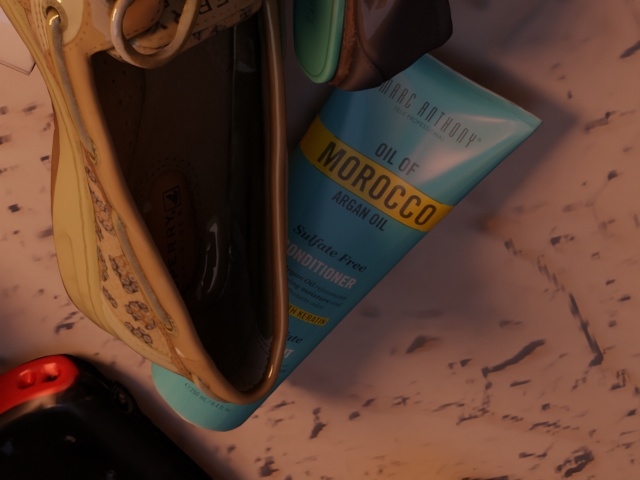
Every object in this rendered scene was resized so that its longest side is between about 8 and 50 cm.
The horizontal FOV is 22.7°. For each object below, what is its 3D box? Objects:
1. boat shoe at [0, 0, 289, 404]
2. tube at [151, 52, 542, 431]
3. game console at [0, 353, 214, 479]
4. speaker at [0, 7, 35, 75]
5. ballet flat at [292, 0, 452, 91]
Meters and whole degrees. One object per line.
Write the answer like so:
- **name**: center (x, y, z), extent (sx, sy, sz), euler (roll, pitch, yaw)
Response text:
- **boat shoe**: center (-0.050, -0.064, 0.573), extent (0.104, 0.089, 0.285), euler (-31, 138, -26)
- **tube**: center (0.000, 0.000, 0.681), extent (0.080, 0.052, 0.207), euler (28, 123, -17)
- **game console**: center (-0.145, 0.247, 0.910), extent (0.342, 0.060, 0.386), euler (-29, 122, 21)
- **speaker**: center (-0.160, -0.112, 0.597), extent (0.136, 0.055, 0.055), euler (22, 129, -12)
- **ballet flat**: center (0.026, -0.146, 0.543), extent (0.074, 0.074, 0.203), euler (4, 124, 4)
